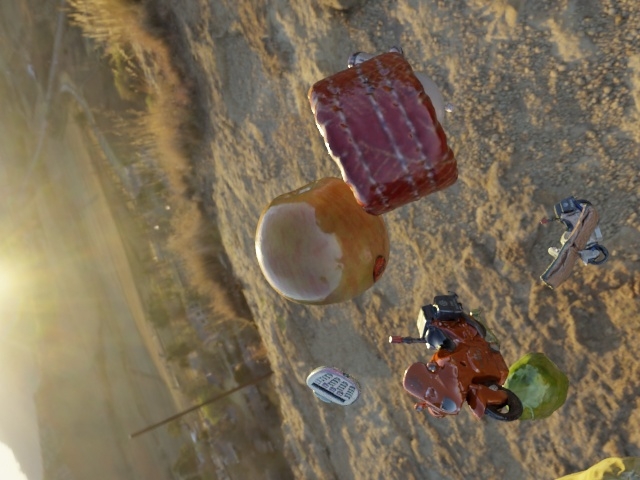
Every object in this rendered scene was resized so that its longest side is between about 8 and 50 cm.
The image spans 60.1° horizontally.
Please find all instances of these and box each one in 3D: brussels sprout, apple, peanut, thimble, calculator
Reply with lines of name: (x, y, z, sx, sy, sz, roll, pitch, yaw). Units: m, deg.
brussels sprout: (0.639, 0.445, 1.666, 0.161, 0.223, 0.223, 30, 131, 54)
apple: (0.000, 0.000, 1.625, 0.392, 0.392, 0.346, 9, 121, 55)
peanut: (0.563, 0.541, 1.149, 0.305, 0.147, 0.146, -43, 70, 42)
thimble: (0.138, -0.233, 1.220, 0.350, 0.231, 0.350, 62, -170, -20)
calculator: (0.045, 0.513, 1.945, 0.186, 0.041, 0.298, 28, 148, 1)

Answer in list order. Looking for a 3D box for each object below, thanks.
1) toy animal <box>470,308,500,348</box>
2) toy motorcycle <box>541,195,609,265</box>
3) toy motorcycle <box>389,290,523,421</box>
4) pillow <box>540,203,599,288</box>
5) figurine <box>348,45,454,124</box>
toy animal: (0.476, 0.281, 1.756, 0.219, 0.103, 0.101, 2, 124, 54)
toy motorcycle: (0.728, -0.022, 1.599, 0.150, 0.102, 0.221, -15, 61, 21)
toy motorcycle: (0.271, 0.247, 1.156, 0.325, 0.222, 0.147, -98, 14, -58)
pillow: (0.648, 0.019, 1.424, 0.043, 0.126, 0.232, 31, 94, 34)
figurine: (0.245, -0.420, 1.689, 0.211, 0.361, 0.252, -6, 73, 34)
